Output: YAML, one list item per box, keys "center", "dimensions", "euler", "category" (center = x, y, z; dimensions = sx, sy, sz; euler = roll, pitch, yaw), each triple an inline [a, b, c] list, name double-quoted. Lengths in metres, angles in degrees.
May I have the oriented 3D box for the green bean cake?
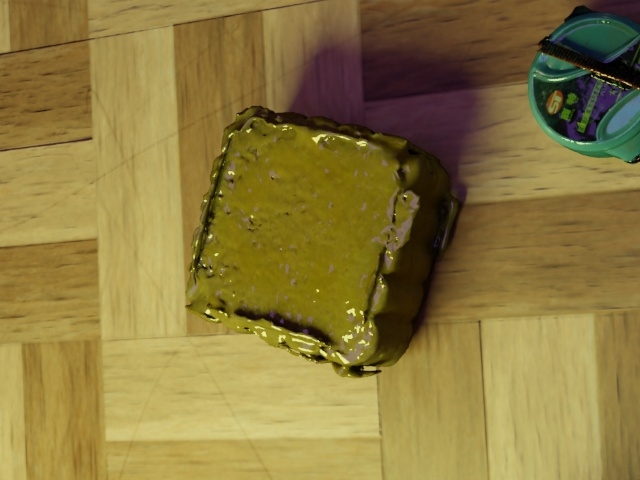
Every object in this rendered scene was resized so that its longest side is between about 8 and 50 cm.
- center: [0.000, 0.000, 1.408]
  dimensions: [0.224, 0.131, 0.229]
  euler: [16, 93, 25]
  category: "green bean cake"

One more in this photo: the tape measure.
- center: [0.253, -0.137, 1.307]
  dimensions: [0.146, 0.081, 0.125]
  euler: [27, 98, 26]
  category: "tape measure"
